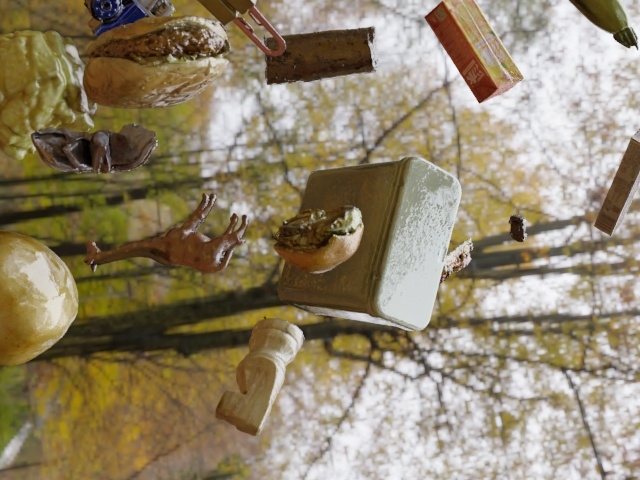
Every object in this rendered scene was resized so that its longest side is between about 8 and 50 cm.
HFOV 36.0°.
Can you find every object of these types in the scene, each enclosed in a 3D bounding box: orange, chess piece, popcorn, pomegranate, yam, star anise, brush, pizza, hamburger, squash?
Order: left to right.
[{"bbox_3d":[-0.511,0.094,1.579,0.233,0.233,0.233,174,-90,-71],"label":"pomegranate"},{"bbox_3d":[-0.599,-0.312,2.058,0.293,0.237,0.293,155,-90,-85],"label":"popcorn"},{"bbox_3d":[-0.402,-0.166,1.771,0.229,0.236,0.093,-171,-99,-66],"label":"star anise"},{"bbox_3d":[-0.306,-0.327,1.841,0.283,0.260,0.144,-21,-104,61],"label":"hamburger"},{"bbox_3d":[-0.164,-0.497,2.181,0.103,0.233,0.047,-26,-146,35],"label":"brush"},{"bbox_3d":[-0.147,0.335,2.396,0.137,0.137,0.301,106,5,-48],"label":"chess piece"},{"bbox_3d":[-0.004,-0.433,2.314,0.131,0.280,0.131,-5,90,-84],"label":"yam"},{"bbox_3d":[0.000,0.000,1.730,0.170,0.160,0.112,35,-37,59],"label":"orange"},{"bbox_3d":[0.298,0.059,2.315,0.053,0.193,0.201,56,-14,2],"label":"pizza"},{"bbox_3d":[0.550,-0.525,2.041,0.341,0.094,0.094,48,-26,6],"label":"squash"}]

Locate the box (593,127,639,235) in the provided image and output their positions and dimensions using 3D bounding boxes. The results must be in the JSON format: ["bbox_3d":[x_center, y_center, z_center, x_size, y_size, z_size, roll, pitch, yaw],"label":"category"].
[{"bbox_3d":[0.544,-0.103,1.752,0.039,0.055,0.218,33,-40,22],"label":"box"}]

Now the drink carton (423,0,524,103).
[{"bbox_3d":[0.321,-0.404,2.058,0.223,0.096,0.071,59,-36,5],"label":"drink carton"}]

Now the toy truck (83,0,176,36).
[{"bbox_3d":[-0.407,-0.515,2.118,0.177,0.213,0.161,43,4,-30],"label":"toy truck"}]

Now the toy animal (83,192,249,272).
[{"bbox_3d":[-0.260,0.001,1.670,0.224,0.229,0.066,33,-21,18],"label":"toy animal"}]

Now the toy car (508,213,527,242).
[{"bbox_3d":[0.482,-0.029,2.397,0.041,0.025,0.093,25,-25,28],"label":"toy car"}]

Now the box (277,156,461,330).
[{"bbox_3d":[0.099,0.004,2.181,0.344,0.177,0.352,2,-107,49],"label":"box"}]
